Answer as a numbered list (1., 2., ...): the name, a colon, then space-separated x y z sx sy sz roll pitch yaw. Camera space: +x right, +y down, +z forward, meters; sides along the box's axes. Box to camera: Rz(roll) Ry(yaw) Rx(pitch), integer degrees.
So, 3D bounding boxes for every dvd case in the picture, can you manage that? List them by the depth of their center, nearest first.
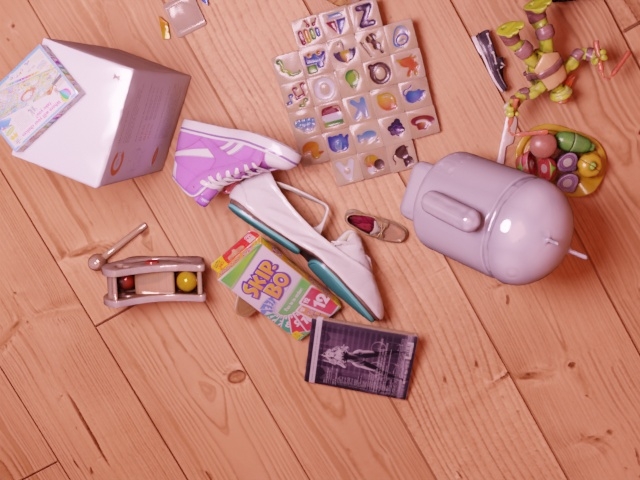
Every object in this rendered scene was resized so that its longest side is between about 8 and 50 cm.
1. dvd case: 0.082 0.246 1.695 0.221 0.018 0.164 9 118 5

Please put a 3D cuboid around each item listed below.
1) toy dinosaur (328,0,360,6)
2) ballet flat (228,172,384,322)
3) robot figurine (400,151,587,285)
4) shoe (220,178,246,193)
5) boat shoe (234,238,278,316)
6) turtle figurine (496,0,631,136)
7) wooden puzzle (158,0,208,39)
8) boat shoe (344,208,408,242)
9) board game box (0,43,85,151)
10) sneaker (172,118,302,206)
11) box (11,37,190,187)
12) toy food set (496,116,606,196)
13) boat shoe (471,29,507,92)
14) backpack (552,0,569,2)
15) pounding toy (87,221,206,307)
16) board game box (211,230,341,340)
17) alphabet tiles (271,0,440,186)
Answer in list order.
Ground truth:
1. toy dinosaur: 0.048 -0.478 1.583 0.211 0.064 0.112 27 114 -11
2. ballet flat: 0.000 0.000 1.628 0.400 0.139 0.139 39 102 -6
3. robot figurine: 0.313 -0.042 1.495 0.353 0.300 0.200 27 109 41
4. shoe: -0.157 -0.144 1.658 0.178 0.063 0.081 -10 100 14
5. boat shoe: -0.138 0.076 1.695 0.063 0.059 0.170 21 96 -27
6. turtle figurine: 0.428 -0.337 1.505 0.269 0.087 0.217 -33 120 6
7. wooden puzzle: -0.275 -0.456 1.641 0.116 0.014 0.078 -16 102 10
8. boat shoe: 0.111 -0.025 1.651 0.135 0.045 0.050 17 102 4
9. board game box: -0.481 -0.235 1.346 0.154 0.026 0.103 -38 90 13
10. sneaker: -0.168 -0.133 1.566 0.282 0.102 0.161 14 87 33
11. box: -0.396 -0.241 1.524 0.168 0.345 0.215 21 101 3
12. toy food set: 0.450 -0.159 1.571 0.218 0.071 0.128 18 102 4
13. boat shoe: 0.335 -0.347 1.567 0.038 0.046 0.125 -27 87 16
14. backpack: 0.506 -0.555 1.442 0.253 0.191 0.225 -9 98 4
15. pounding toy: -0.366 0.049 1.670 0.269 0.154 0.155 0 100 7
16. board game box: -0.090 0.094 1.646 0.124 0.039 0.259 -40 116 18
17. alphabet tiles: 0.070 -0.288 1.605 0.285 0.011 0.342 -14 105 9
